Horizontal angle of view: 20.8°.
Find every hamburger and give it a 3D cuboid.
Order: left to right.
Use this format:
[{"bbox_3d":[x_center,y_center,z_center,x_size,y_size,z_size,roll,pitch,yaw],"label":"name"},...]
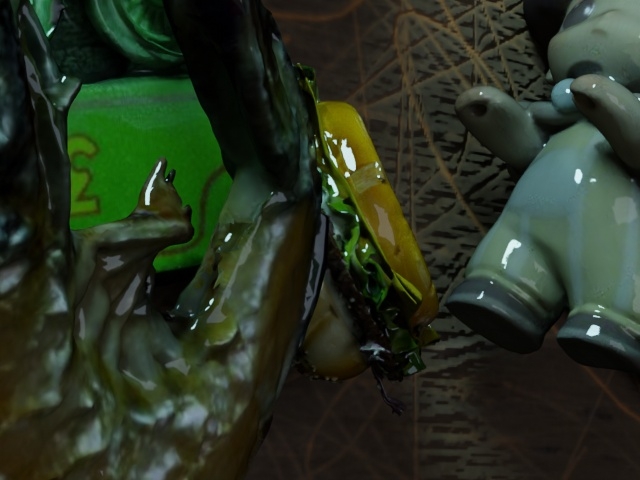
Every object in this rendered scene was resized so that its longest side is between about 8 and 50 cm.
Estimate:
[{"bbox_3d":[-0.001,-0.002,0.930,0.164,0.093,0.190,63,4,-64],"label":"hamburger"}]

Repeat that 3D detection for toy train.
[{"bbox_3d":[-0.136,-0.061,0.818,0.243,0.132,0.188,-11,96,-40],"label":"toy train"}]

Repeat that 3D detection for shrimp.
[{"bbox_3d":[-0.098,-0.058,0.719,0.272,0.085,0.445,-26,116,-40],"label":"shrimp"}]

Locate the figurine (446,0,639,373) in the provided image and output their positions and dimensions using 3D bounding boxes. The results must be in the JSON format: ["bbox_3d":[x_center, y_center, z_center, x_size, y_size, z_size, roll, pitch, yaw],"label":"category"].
[{"bbox_3d":[0.215,-0.095,1.087,0.203,0.248,0.381,44,65,-35],"label":"figurine"}]
